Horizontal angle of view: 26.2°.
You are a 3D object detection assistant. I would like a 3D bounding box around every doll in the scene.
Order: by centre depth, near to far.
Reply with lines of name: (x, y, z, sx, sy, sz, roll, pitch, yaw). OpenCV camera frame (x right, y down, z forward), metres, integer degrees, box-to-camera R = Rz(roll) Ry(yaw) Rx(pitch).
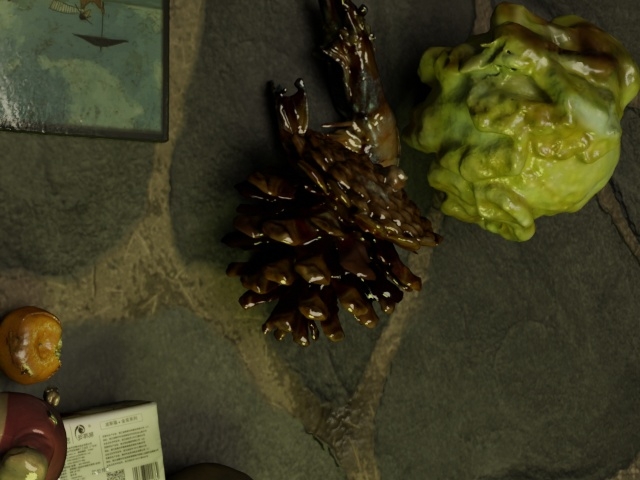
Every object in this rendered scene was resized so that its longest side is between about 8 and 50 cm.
doll: (-0.383, 0.198, 1.360, 0.255, 0.152, 0.196, 24, 103, -2)

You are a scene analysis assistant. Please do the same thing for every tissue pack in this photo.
tissue pack: (-0.259, 0.239, 1.515, 0.148, 0.099, 0.106, -6, 89, -37)

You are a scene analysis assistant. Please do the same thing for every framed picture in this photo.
framed picture: (-0.284, -0.289, 1.564, 0.265, 0.016, 0.347, 3, 88, -38)

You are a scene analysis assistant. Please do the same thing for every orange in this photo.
orange: (-0.322, 0.114, 1.496, 0.086, 0.062, 0.086, 11, 77, -53)

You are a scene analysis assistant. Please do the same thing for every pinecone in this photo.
pinecone: (0.001, 0.006, 1.636, 0.264, 0.264, 0.264, 1, 88, -37)

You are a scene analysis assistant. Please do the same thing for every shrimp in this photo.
shrimp: (0.008, -0.179, 1.759, 0.178, 0.075, 0.289, -32, 120, -31)

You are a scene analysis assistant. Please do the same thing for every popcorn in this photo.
popcorn: (0.253, -0.154, 1.801, 0.312, 0.312, 0.312, 1, 88, -37)

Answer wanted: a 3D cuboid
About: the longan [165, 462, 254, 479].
longan: (-0.135, 0.345, 1.575, 0.167, 0.167, 0.187, 46, 37, -27)
